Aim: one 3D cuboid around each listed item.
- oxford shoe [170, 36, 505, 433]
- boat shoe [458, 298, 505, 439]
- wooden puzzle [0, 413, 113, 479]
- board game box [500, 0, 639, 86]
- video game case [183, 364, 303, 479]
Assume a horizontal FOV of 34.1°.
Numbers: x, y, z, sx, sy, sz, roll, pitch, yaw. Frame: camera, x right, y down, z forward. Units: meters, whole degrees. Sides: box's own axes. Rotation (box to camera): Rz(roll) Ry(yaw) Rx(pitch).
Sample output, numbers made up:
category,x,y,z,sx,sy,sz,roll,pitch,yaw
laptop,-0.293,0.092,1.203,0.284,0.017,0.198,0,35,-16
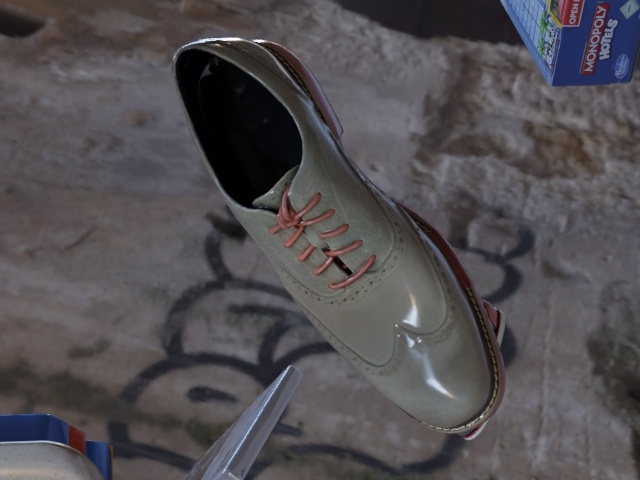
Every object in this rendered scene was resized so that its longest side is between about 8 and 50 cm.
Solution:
category,x,y,z,sx,sy,sz,roll,pitch,yaw
oxford shoe,0.000,0.000,0.755,0.123,0.348,0.130,-41,-11,17
boat shoe,0.136,0.114,0.952,0.049,0.043,0.137,-26,41,50
wooden puzzle,-0.270,0.163,0.680,0.348,0.322,0.080,90,178,-69
board game box,0.150,-0.228,0.669,0.194,0.060,0.194,-115,25,-53
video game case,-0.098,0.218,0.986,0.173,0.022,0.190,-47,3,26
